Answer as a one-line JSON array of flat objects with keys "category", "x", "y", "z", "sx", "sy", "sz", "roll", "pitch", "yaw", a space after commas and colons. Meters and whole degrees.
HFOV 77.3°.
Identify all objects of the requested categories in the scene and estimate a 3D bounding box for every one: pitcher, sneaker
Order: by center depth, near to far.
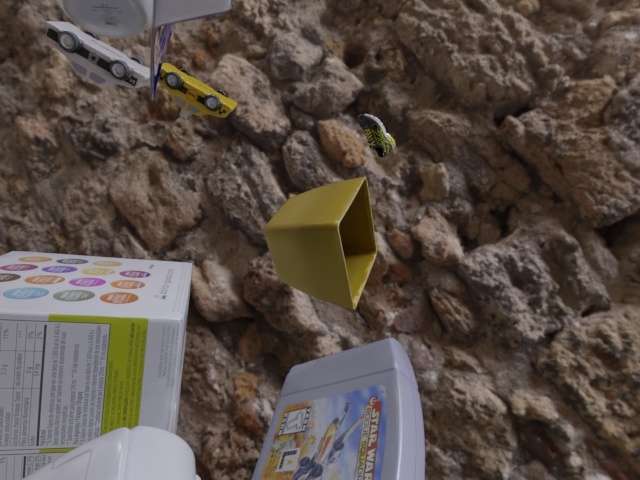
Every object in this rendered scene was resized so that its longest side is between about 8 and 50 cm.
[{"category": "pitcher", "x": -0.219, "y": -0.349, "z": 0.461, "sx": 0.125, "sy": 0.178, "sz": 0.207, "roll": 124, "pitch": -39, "yaw": -74}, {"category": "sneaker", "x": 0.087, "y": -0.166, "z": 0.639, "sx": 0.083, "sy": 0.035, "sz": 0.031, "roll": 38, "pitch": -16, "yaw": -26}]

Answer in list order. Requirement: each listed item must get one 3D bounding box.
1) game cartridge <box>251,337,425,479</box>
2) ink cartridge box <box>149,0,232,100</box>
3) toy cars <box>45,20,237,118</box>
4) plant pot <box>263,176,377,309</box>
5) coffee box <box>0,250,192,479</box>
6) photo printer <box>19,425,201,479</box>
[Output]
[{"category": "game cartridge", "x": 0.013, "y": 0.241, "z": 0.429, "sx": 0.062, "sy": 0.198, "sz": 0.297, "roll": 47, "pitch": 34, "yaw": -20}, {"category": "ink cartridge box", "x": -0.080, "y": -0.307, "z": 0.290, "sx": 0.069, "sy": 0.371, "sz": 0.175, "roll": 8, "pitch": 41, "yaw": -21}, {"category": "toy cars", "x": -0.364, "y": -0.335, "z": 0.861, "sx": 0.394, "sy": 0.087, "sz": 0.176, "roll": 3, "pitch": 37, "yaw": -51}, {"category": "plant pot", "x": 0.000, "y": 0.000, "z": 0.887, "sx": 0.212, "sy": 0.187, "sz": 0.212, "roll": -60, "pitch": 144, "yaw": -50}, {"category": "coffee box", "x": -0.406, "y": 0.222, "z": 0.664, "sx": 0.334, "sy": 0.338, "sz": 0.337, "roll": 6, "pitch": 8, "yaw": -16}, {"category": "photo printer", "x": -0.164, "y": 0.278, "z": 0.167, "sx": 0.107, "sy": 0.256, "sz": 0.307, "roll": 60, "pitch": -2, "yaw": -33}]
